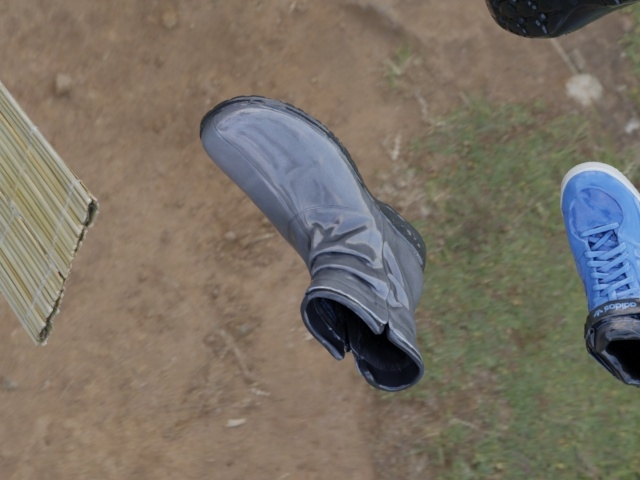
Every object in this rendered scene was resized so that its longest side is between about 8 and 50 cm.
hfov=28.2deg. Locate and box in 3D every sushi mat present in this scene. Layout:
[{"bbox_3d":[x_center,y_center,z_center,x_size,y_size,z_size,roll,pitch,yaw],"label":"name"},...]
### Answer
[{"bbox_3d":[-0.283,-0.071,1.054,0.019,0.151,0.316,-8,46,-45],"label":"sushi mat"}]

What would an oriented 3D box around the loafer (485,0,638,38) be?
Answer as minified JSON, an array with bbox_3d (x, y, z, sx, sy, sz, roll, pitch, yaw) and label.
[{"bbox_3d":[0.206,-0.203,0.962,0.078,0.223,0.076,-29,102,-26],"label":"loafer"}]

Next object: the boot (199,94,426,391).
[{"bbox_3d":[0.000,0.000,1.393,0.338,0.118,0.222,37,31,-19],"label":"boot"}]

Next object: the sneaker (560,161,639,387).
[{"bbox_3d":[0.198,0.027,0.849,0.058,0.084,0.152,-13,114,17],"label":"sneaker"}]
